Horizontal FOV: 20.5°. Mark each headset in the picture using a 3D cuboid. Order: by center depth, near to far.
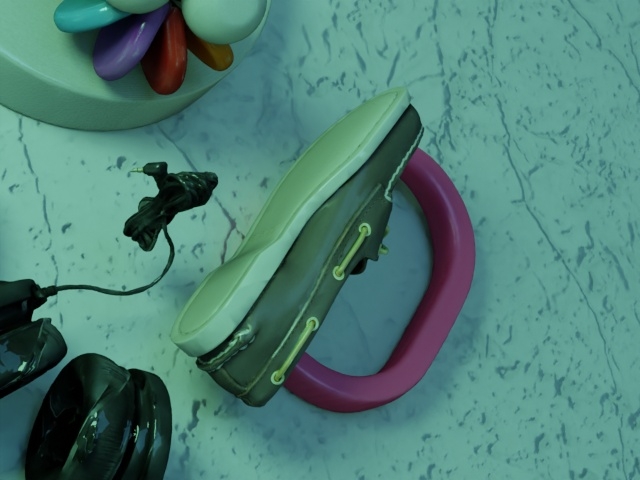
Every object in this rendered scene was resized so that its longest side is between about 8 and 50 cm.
[{"bbox_3d":[-0.204,0.108,1.356,0.243,0.185,0.394,40,51,-14],"label":"headset"}]

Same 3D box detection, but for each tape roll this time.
[{"bbox_3d":[-0.222,-0.288,1.602,0.392,0.072,0.392,15,62,-30],"label":"tape roll"}]

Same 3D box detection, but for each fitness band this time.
[{"bbox_3d":[0.039,0.025,1.653,0.209,0.054,0.291,42,53,-13],"label":"fitness band"}]

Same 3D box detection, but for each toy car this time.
[{"bbox_3d":[-0.145,-0.195,1.492,0.182,0.159,0.136,17,97,-29],"label":"toy car"}]

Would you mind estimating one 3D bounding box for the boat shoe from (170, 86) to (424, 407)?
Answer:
[{"bbox_3d":[0.000,0.000,1.531,0.097,0.116,0.324,47,59,-17],"label":"boat shoe"}]
